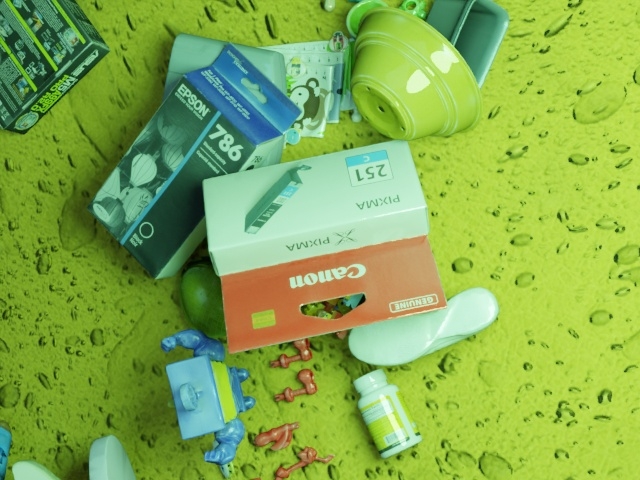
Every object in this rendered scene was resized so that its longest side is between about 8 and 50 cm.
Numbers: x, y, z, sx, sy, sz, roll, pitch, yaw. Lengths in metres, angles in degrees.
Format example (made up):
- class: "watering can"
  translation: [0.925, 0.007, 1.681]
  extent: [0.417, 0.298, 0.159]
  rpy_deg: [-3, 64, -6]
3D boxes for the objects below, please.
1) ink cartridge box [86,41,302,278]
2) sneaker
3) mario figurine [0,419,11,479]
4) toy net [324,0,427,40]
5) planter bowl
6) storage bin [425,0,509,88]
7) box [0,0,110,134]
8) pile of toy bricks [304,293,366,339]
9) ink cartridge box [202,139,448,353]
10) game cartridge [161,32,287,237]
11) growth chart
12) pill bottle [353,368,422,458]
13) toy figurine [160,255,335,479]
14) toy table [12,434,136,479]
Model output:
- class: "ink cartridge box"
  translation: [-0.190, -0.117, 1.577]
  extent: [0.165, 0.065, 0.333]
  rpy_deg: [43, 107, 15]
- class: "sneaker"
  translation: [0.147, 0.127, 1.483]
  extent: [0.212, 0.094, 0.080]
  rpy_deg: [-16, 75, 10]
- class: "mario figurine"
  translation: [-0.545, 0.422, 1.621]
  extent: [0.198, 0.170, 0.321]
  rpy_deg: [-9, 39, -8]
- class: "toy net"
  translation: [0.047, -0.383, 1.573]
  extent: [0.122, 0.045, 0.232]
  rpy_deg: [-39, 68, -1]
- class: "planter bowl"
  translation: [0.107, -0.202, 1.448]
  extent: [0.217, 0.217, 0.090]
  rpy_deg: [37, 69, 19]
- class: "storage bin"
  translation: [0.191, -0.276, 1.505]
  extent: [0.091, 0.098, 0.135]
  rpy_deg: [30, 98, 47]
- class: "box"
  translation: [-0.505, -0.346, 1.778]
  extent: [0.216, 0.060, 0.270]
  rpy_deg: [-41, 74, 13]
- class: "pile of toy bricks"
  translation: [0.022, 0.027, 1.510]
  extent: [0.105, 0.118, 0.212]
  rpy_deg: [28, 94, -19]
- class: "ink cartridge box"
  translation: [0.000, 0.000, 1.429]
  extent: [0.296, 0.066, 0.261]
  rpy_deg: [-12, 49, 1]
- class: "game cartridge"
  translation: [-0.154, -0.151, 1.621]
  extent: [0.198, 0.062, 0.297]
  rpy_deg: [15, 99, 25]
- class: "growth chart"
  translation: [-0.041, -0.226, 1.619]
  extent: [0.237, 0.021, 0.172]
  rpy_deg: [-6, 85, 21]
- class: "pill bottle"
  translation: [0.091, 0.243, 1.513]
  extent: [0.065, 0.065, 0.116]
  rpy_deg: [-28, 77, 16]
- class: "toy figurine"
  translation: [-0.134, 0.184, 1.520]
  extent: [0.191, 0.217, 0.363]
  rpy_deg: [-15, 82, 19]
- class: "toy table"
  translation: [-0.352, 0.441, 1.584]
  extent: [0.160, 0.252, 0.274]
  rpy_deg: [-14, 73, 3]
